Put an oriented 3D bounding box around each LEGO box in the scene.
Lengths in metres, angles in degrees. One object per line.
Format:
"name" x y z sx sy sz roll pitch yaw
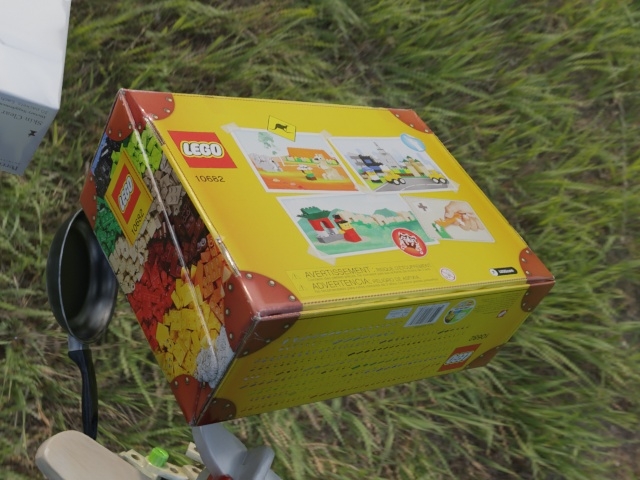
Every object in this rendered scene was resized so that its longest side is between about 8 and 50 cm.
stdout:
"LEGO box" 0.000 0.000 1.161 0.500 0.193 0.373 -3 47 -39

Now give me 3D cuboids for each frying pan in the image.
"frying pan" -0.332 0.109 1.275 0.053 0.197 0.326 1 109 10

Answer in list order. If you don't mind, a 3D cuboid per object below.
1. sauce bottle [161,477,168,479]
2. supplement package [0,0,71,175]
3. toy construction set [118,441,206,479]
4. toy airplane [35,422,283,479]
"sauce bottle" -0.236 0.430 1.527 0.128 0.042 0.042 40 73 -6
"supplement package" -0.459 -0.229 1.077 0.261 0.145 0.204 16 51 -28
"toy construction set" -0.278 0.465 1.454 0.215 0.151 0.328 30 83 11
"toy airplane" -0.172 0.421 1.129 0.272 0.384 0.386 -39 65 16
